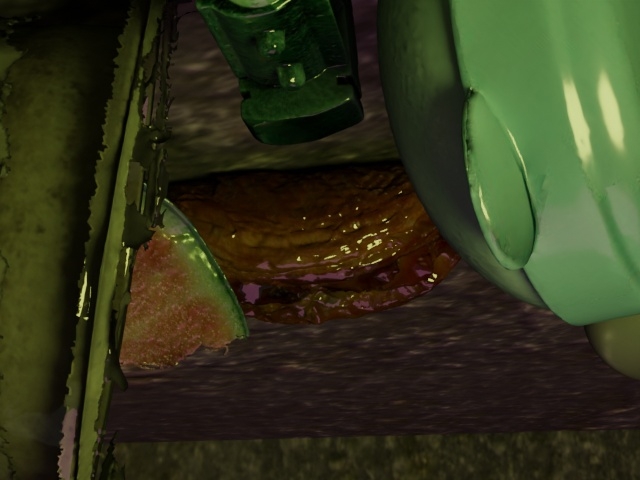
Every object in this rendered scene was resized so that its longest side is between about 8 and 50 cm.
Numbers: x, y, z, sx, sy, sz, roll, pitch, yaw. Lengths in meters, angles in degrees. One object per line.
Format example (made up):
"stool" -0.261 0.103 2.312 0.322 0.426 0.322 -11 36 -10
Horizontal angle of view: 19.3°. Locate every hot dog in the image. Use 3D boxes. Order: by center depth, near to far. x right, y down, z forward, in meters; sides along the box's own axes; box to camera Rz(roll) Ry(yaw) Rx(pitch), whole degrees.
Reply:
"hot dog" 0.000 -0.002 1.300 0.227 0.099 0.160 -9 165 11

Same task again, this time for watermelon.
"watermelon" -0.158 -0.016 1.196 0.231 0.128 0.146 2 132 2

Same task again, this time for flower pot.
"flower pot" -0.205 -0.007 0.903 0.259 0.290 0.290 10 166 -3

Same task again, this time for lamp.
"lamp" 0.117 -0.068 0.782 0.147 0.209 0.284 -14 167 41

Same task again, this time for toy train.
"toy train" -0.019 -0.111 0.772 0.071 0.111 0.170 -8 168 5

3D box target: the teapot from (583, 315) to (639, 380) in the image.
"teapot" 0.313 0.021 1.380 0.220 0.149 0.318 -19 161 22
